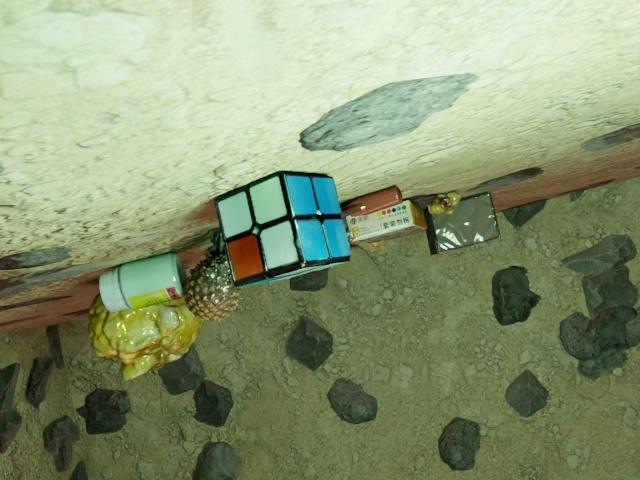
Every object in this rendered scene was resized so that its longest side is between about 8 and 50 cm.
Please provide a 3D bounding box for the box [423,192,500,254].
[{"bbox_3d":[0.527,-0.060,2.292,0.252,0.188,0.153,-12,175,3],"label":"box"}]

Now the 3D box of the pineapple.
[{"bbox_3d":[-0.280,0.104,1.642,0.175,0.175,0.361,-12,161,-20],"label":"pineapple"}]

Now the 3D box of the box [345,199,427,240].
[{"bbox_3d":[0.225,-0.059,2.021,0.220,0.091,0.274,-15,174,19],"label":"box"}]

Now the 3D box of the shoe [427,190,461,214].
[{"bbox_3d":[0.399,-0.117,1.955,0.109,0.072,0.069,-10,179,-32],"label":"shoe"}]

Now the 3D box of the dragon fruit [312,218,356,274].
[{"bbox_3d":[0.000,0.000,1.868,0.211,0.134,0.262,-28,169,-1],"label":"dragon fruit"}]

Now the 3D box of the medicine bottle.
[{"bbox_3d":[-0.510,0.124,1.773,0.225,0.139,0.139,-14,175,-1],"label":"medicine bottle"}]

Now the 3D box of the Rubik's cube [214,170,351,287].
[{"bbox_3d":[-0.070,-0.021,1.164,0.180,0.184,0.167,-15,174,34],"label":"Rubik's cube"}]

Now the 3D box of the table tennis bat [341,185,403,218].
[{"bbox_3d":[0.021,-0.058,1.627,0.414,0.051,0.268,-19,-176,21],"label":"table tennis bat"}]

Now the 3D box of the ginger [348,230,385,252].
[{"bbox_3d":[0.163,-0.002,2.396,0.193,0.123,0.115,-10,-163,24],"label":"ginger"}]

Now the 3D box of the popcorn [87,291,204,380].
[{"bbox_3d":[-0.598,0.260,2.096,0.344,0.354,0.390,-39,-153,26],"label":"popcorn"}]
